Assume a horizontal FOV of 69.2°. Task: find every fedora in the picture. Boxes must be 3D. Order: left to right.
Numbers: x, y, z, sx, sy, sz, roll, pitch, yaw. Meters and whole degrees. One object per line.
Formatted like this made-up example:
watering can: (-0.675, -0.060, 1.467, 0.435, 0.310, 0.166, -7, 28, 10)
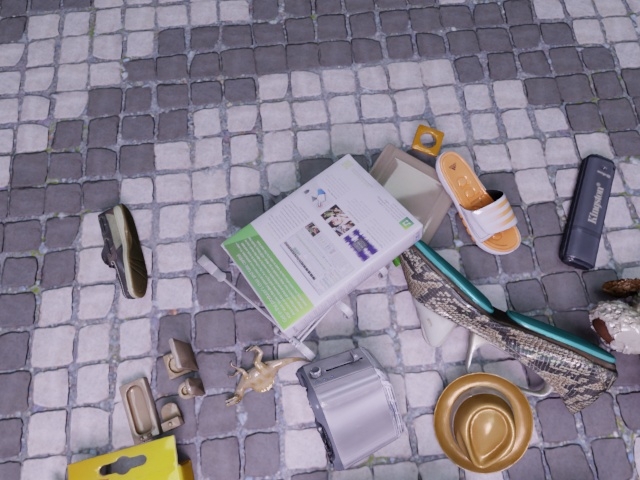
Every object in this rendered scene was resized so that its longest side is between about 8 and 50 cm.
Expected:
fedora: (0.300, 0.345, 0.848, 0.194, 0.079, 0.194, 0, 92, 12)

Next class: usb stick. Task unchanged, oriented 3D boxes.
usb stick: (0.595, -0.066, 1.031, 0.077, 0.045, 0.278, 21, 73, 7)

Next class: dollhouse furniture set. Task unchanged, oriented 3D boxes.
dollhouse furniture set: (-0.309, 0.286, 0.871, 0.151, 0.123, 0.144, -22, 73, -7)

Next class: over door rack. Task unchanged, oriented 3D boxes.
over door rack: (-0.054, 0.064, 0.965, 0.324, 0.108, 0.239, 36, 74, 26)

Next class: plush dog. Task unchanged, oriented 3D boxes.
plush dog: (0.661, 0.159, 0.873, 0.262, 0.225, 0.210, 47, 115, 3)

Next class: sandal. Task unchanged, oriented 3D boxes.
sandal: (0.344, -0.083, 0.996, 0.102, 0.076, 0.265, -37, 91, -14)

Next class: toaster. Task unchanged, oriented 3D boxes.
toaster: (0.058, 0.305, 0.843, 0.146, 0.129, 0.227, -21, 112, -10)

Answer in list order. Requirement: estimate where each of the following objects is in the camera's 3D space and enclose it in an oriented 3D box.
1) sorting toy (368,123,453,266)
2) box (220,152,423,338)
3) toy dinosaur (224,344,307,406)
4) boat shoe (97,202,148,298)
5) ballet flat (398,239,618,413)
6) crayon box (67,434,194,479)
sorting toy: (0.190, -0.098, 1.041, 0.196, 0.047, 0.348, 32, 77, 3)
box: (0.000, 0.000, 0.896, 0.322, 0.058, 0.232, -35, 61, -9)
toy dinosaur: (-0.119, 0.255, 0.930, 0.183, 0.053, 0.093, -32, 90, -2)
boat shoe: (-0.424, 0.028, 0.984, 0.073, 0.080, 0.224, -20, 68, -1)
ballet flat: (0.318, 0.177, 0.906, 0.482, 0.164, 0.182, 32, 101, 8)
crayon box: (-0.315, 0.528, 0.814, 0.202, 0.081, 0.319, -13, 73, -5)
